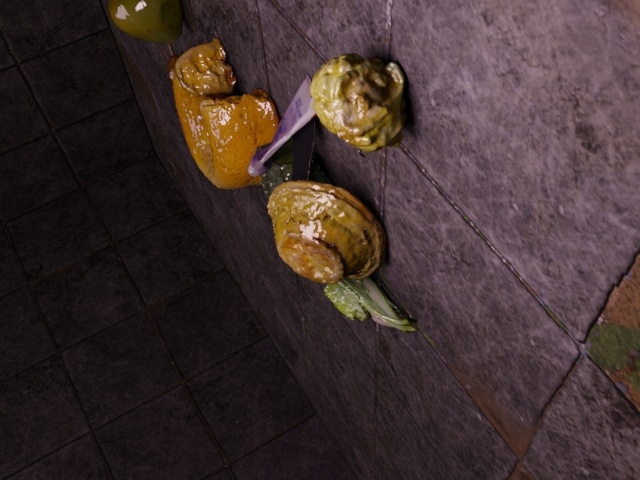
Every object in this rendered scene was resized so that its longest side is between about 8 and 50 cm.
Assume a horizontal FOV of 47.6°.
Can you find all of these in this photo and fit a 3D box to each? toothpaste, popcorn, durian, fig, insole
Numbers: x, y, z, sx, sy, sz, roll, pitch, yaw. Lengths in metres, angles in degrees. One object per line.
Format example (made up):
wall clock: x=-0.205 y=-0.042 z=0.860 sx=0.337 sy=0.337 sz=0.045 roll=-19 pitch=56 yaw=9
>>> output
toothpaste: x=-0.083 y=-0.232 z=1.571 sx=0.301 sy=0.048 sz=0.075 roll=-44 pitch=44 yaw=46
popcorn: x=0.063 y=-0.211 z=1.143 sx=0.174 sy=0.142 sz=0.173 roll=31 pitch=169 yaw=7
durian: x=0.084 y=0.122 z=1.709 sx=0.375 sy=0.132 sz=0.106 roll=38 pitch=130 yaw=40
fig: x=-0.500 y=-0.687 z=2.129 sx=0.207 sy=0.230 sz=0.207 roll=-39 pitch=43 yaw=50
insole: x=-0.039 y=-0.193 z=1.558 sx=0.080 sy=0.003 sz=0.231 roll=14 pitch=102 yaw=50

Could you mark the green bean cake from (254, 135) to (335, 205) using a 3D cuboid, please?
green bean cake: x=-0.052 y=-0.107 z=1.741 sx=0.241 sy=0.132 sz=0.255 roll=51 pitch=161 yaw=48

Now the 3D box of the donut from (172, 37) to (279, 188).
donut: x=-0.265 y=-0.302 z=1.953 sx=0.435 sy=0.164 sz=0.377 roll=47 pitch=151 yaw=43

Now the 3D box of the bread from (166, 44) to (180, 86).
bread: x=-0.457 y=-0.509 z=2.494 sx=0.343 sy=0.084 sz=0.124 roll=67 pitch=165 yaw=-16

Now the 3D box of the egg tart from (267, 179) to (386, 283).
egg tart: x=0.000 y=0.000 z=1.530 sx=0.294 sy=0.123 sz=0.294 roll=19 pitch=144 yaw=14
